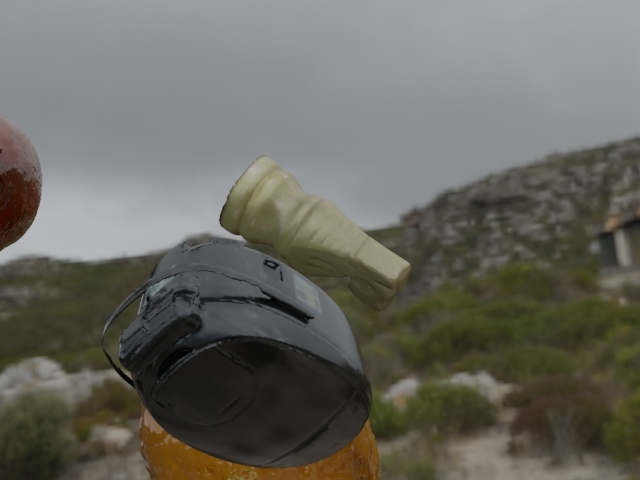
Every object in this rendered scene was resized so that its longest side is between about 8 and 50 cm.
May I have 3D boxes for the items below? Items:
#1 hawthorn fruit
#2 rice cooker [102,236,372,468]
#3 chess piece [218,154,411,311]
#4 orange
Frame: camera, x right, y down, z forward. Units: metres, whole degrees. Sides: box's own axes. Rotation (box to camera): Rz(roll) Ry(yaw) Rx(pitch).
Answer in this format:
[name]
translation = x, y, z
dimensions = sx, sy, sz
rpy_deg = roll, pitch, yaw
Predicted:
[hawthorn fruit]
translation = -0.395, -0.059, 1.400
dimensions = 0.199, 0.199, 0.251
rpy_deg = -5, 4, -20
[rice cooker]
translation = -0.055, 0.083, 0.926
dimensions = 0.142, 0.118, 0.203
rpy_deg = -38, -58, 25
[chess piece]
translation = 0.000, 0.000, 1.318
dimensions = 0.200, 0.090, 0.090
rpy_deg = 33, 5, 14
[orange]
translation = -0.083, 0.246, 1.618
dimensions = 0.293, 0.340, 0.340
rpy_deg = -16, -6, 1
